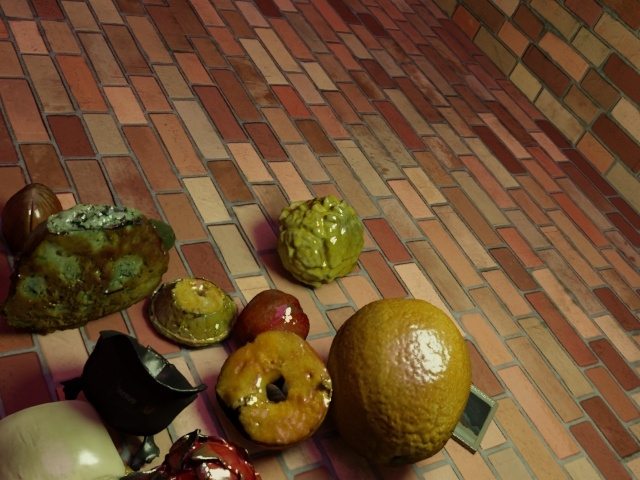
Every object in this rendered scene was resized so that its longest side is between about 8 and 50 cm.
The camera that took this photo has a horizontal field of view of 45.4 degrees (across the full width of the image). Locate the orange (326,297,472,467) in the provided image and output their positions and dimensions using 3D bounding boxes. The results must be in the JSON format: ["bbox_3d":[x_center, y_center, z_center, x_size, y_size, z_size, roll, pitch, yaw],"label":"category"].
[{"bbox_3d":[0.167,0.307,1.659,0.322,0.322,0.357,15,52,-14],"label":"orange"}]

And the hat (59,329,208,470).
[{"bbox_3d":[-0.359,0.300,1.438,0.238,0.336,0.209,38,76,-13],"label":"hat"}]

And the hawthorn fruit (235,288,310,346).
[{"bbox_3d":[-0.129,0.206,1.752,0.203,0.163,0.162,-27,62,-32],"label":"hawthorn fruit"}]

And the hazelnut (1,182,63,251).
[{"bbox_3d":[-0.646,-0.052,1.738,0.150,0.150,0.150,16,40,-14],"label":"hazelnut"}]

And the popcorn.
[{"bbox_3d":[-0.008,-0.005,2.007,0.225,0.249,0.249,12,31,30],"label":"popcorn"}]

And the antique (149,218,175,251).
[{"bbox_3d":[-0.438,0.029,1.817,0.081,0.080,0.221,37,39,11],"label":"antique"}]

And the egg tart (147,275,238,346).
[{"bbox_3d":[-0.287,0.151,1.763,0.212,0.090,0.213,14,38,-11],"label":"egg tart"}]

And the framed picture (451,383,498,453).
[{"bbox_3d":[0.301,0.383,1.891,0.265,0.018,0.192,34,38,9],"label":"framed picture"}]

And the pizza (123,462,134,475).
[{"bbox_3d":[-0.380,0.457,1.407,0.160,0.036,0.099,39,44,13],"label":"pizza"}]

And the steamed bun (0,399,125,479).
[{"bbox_3d":[-0.477,0.390,1.312,0.250,0.155,0.200,-21,57,-23],"label":"steamed bun"}]

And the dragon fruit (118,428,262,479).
[{"bbox_3d":[-0.221,0.449,1.372,0.274,0.192,0.193,4,48,-52],"label":"dragon fruit"}]

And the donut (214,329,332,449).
[{"bbox_3d":[-0.093,0.315,1.604,0.253,0.118,0.253,-3,63,5],"label":"donut"}]

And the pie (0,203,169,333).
[{"bbox_3d":[-0.486,0.064,1.588,0.354,0.288,0.103,-12,45,-32],"label":"pie"}]
